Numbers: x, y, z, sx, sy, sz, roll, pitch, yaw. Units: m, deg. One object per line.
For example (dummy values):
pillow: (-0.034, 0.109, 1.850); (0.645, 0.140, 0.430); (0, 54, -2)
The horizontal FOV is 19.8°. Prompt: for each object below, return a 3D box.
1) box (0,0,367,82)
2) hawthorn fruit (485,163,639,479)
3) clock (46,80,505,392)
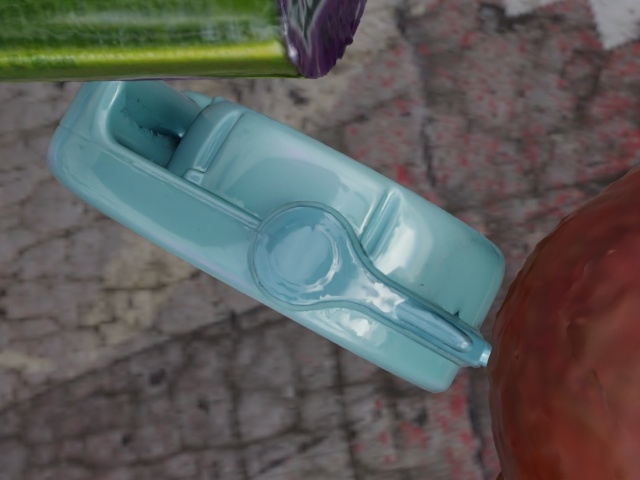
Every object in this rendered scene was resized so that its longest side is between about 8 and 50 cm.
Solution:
box: (-0.158, -0.118, 0.776); (0.345, 0.134, 0.097); (0, 123, 18)
hawthorn fruit: (0.154, 0.080, 0.409); (0.243, 0.207, 0.207); (35, 105, 21)
clock: (0.000, 0.000, 1.020); (0.274, 0.223, 0.094); (26, 88, 29)
